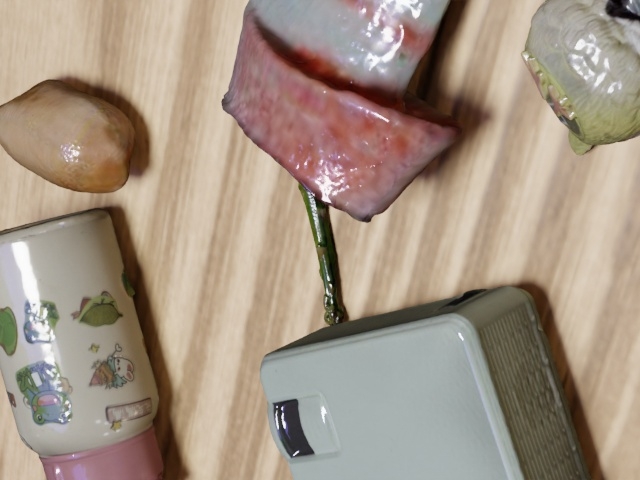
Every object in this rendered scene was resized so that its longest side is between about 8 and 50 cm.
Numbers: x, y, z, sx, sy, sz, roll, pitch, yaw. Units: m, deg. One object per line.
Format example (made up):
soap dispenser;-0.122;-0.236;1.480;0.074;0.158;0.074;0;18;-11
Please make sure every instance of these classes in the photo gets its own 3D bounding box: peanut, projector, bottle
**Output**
peanut;-0.203;-0.084;1.097;0.152;0.076;0.076;26;119;35
projector;0.084;0.170;0.925;0.192;0.099;0.256;-17;93;40
bottle;-0.195;0.108;1.121;0.120;0.120;0.253;-8;97;41

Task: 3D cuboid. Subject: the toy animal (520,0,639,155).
toy animal;0.170;-0.098;0.793;0.098;0.137;0.098;-5;68;14

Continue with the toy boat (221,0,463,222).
toy boat;0.046;-0.173;0.870;0.206;0.096;0.282;48;120;36

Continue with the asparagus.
asparagus;0.000;0.000;0.994;0.015;0.018;0.127;-166;63;-74
